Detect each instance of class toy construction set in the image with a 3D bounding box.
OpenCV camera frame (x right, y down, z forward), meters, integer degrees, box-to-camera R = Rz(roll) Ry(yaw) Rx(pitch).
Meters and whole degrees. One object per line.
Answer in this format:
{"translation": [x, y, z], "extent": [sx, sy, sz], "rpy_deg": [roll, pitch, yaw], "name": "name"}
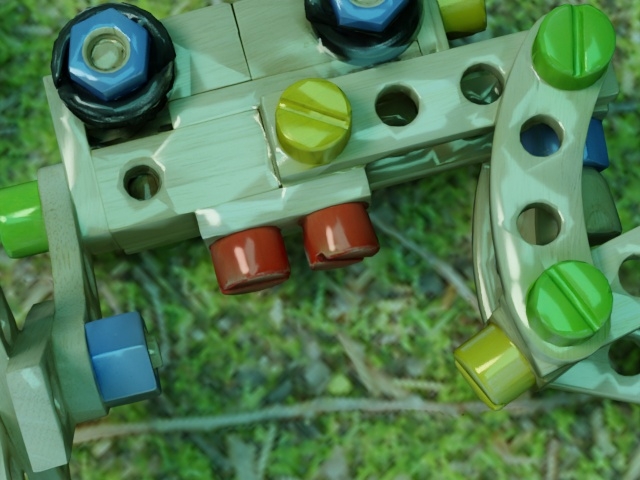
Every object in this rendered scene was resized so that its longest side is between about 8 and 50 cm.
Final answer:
{"translation": [0.000, 0.000, 0.598], "extent": [0.328, 0.151, 0.215], "rpy_deg": [-12, 78, -17], "name": "toy construction set"}
